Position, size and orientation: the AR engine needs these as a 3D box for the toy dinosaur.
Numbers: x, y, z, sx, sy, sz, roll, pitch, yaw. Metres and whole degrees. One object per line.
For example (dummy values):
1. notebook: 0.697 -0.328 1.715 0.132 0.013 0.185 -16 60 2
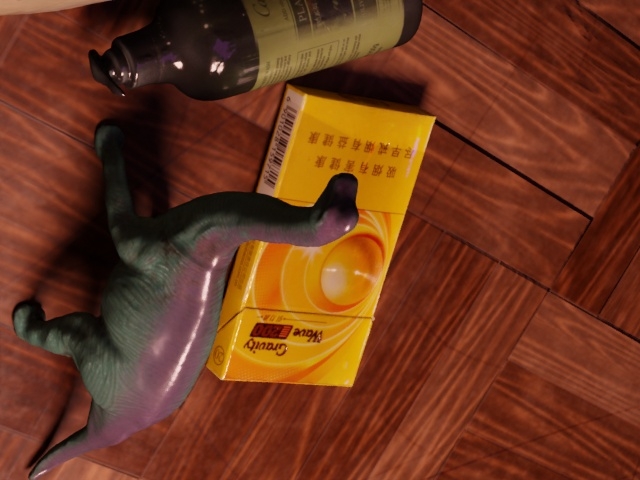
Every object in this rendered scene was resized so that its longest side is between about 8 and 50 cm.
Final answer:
1. toy dinosaur: -0.110 0.084 1.404 0.129 0.331 0.384 9 105 -34

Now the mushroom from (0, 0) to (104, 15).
1. mushroom: -0.172 -0.238 1.329 0.407 0.154 0.137 -25 164 -20

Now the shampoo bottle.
1. shampoo bottle: -0.056 -0.173 1.466 0.283 0.101 0.101 -20 122 -25

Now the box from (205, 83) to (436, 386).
1. box: 0.000 0.000 1.624 0.152 0.043 0.269 8 107 -36
